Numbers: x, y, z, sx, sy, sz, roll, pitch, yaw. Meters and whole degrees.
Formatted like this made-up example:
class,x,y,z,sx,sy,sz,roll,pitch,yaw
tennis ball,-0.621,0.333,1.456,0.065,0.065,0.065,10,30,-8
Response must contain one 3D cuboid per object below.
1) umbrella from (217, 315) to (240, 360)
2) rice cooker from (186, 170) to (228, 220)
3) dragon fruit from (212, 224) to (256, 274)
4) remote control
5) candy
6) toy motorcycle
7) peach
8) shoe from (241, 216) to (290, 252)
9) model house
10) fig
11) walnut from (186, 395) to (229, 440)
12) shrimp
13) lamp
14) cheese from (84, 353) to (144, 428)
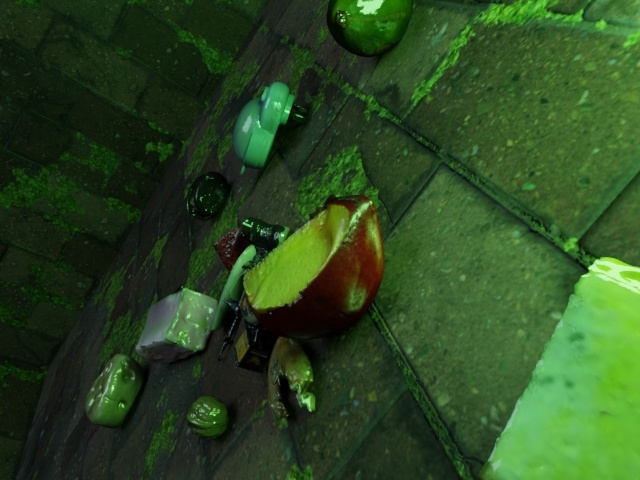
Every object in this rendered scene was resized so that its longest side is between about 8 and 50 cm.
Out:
class,x,y,z,sx,sy,sz,roll,pitch,yaw
umbrella,-0.202,0.205,1.194,0.022,0.022,0.149,15,74,24
rice cooker,-0.373,-0.149,1.725,0.106,0.112,0.165,-15,53,48
dragon fruit,-0.196,0.024,1.309,0.131,0.097,0.063,-35,36,8
remote control,-0.197,0.113,1.219,0.073,0.044,0.229,-51,-15,-72
candy,-0.390,0.232,1.393,0.265,0.115,0.156,-27,44,48
toy motorcycle,-0.131,0.127,1.068,0.157,0.090,0.263,-58,26,16
peach,0.016,0.056,0.807,0.267,0.154,0.159,-41,39,22
shoe,-0.141,-0.018,1.208,0.169,0.099,0.071,3,66,61
model house,0.257,0.142,0.361,0.211,0.170,0.194,24,79,35
fig,0.089,-0.490,1.104,0.195,0.195,0.244,-34,-5,42
walnut,-0.221,0.349,1.027,0.092,0.092,0.092,-41,33,35
shrimp,-0.052,0.236,0.885,0.187,0.051,0.133,-137,57,-68
lamp,-0.162,-0.323,1.476,0.284,0.147,0.210,-34,36,42
cheese,-0.626,0.454,1.600,0.218,0.117,0.235,-51,27,17
